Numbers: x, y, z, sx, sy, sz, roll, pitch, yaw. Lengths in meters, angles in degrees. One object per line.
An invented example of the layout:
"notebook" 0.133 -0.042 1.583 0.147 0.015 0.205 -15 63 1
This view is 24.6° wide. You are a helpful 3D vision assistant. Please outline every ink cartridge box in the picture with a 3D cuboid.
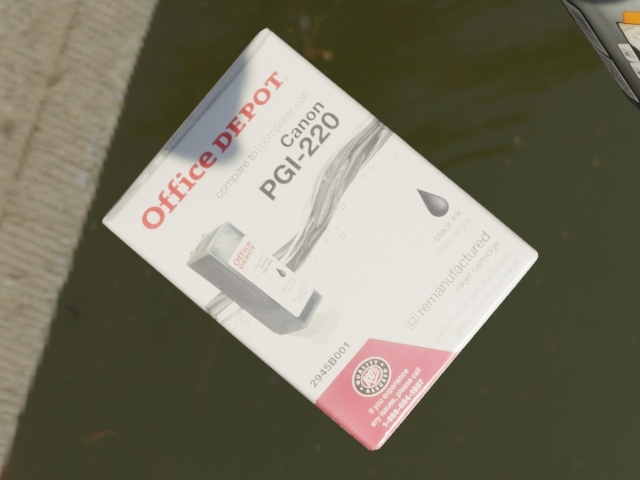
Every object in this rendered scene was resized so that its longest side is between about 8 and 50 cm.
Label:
"ink cartridge box" 0.000 0.000 0.902 0.218 0.092 0.158 40 88 5

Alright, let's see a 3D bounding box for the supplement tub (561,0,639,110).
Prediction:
"supplement tub" 0.148 -0.111 0.553 0.190 0.117 0.117 37 65 -53
